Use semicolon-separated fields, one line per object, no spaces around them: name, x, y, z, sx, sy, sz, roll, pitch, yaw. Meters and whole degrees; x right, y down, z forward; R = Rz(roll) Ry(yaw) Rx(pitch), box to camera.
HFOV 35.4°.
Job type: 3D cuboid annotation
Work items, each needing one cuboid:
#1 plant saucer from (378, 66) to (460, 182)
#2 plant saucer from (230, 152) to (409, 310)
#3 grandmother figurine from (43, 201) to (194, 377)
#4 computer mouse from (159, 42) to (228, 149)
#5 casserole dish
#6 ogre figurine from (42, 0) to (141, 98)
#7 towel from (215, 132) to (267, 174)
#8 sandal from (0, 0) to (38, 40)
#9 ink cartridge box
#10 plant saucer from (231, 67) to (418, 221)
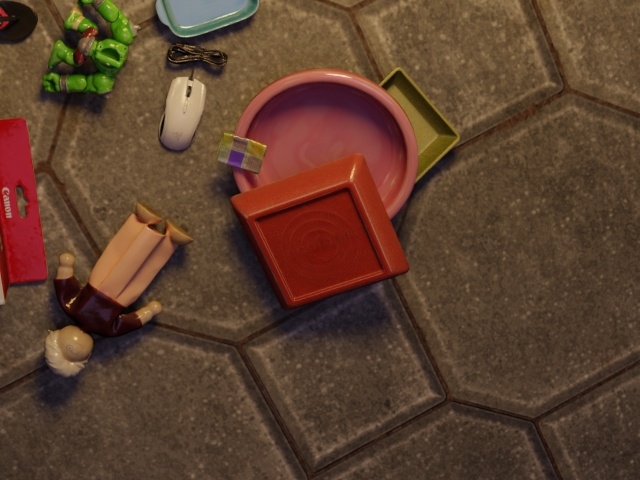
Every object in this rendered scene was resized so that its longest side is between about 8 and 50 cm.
plant saucer;0.134;-0.196;1.877;0.188;0.045;0.188;-44;108;1
plant saucer;0.000;0.000;1.809;0.258;0.048;0.259;-18;115;13
grandmother figurine;-0.388;0.096;1.809;0.208;0.104;0.342;34;92;-10
computer mouse;-0.236;-0.252;1.781;0.106;0.042;0.193;11;101;-16
casserole dish;-0.196;-0.426;1.749;0.188;0.037;0.114;-21;107;-8
ogre figurine;-0.387;-0.324;1.703;0.118;0.097;0.197;27;86;-6
towel;-0.138;-0.153;1.756;0.083;0.009;0.060;19;118;-7
sandal;-0.566;-0.375;1.676;0.179;0.040;0.067;7;102;-14
ink cartridge box;-0.621;-0.045;1.702;0.272;0.130;0.309;-8;105;-11
plant saucer;0.009;-0.156;1.798;0.332;0.084;0.332;1;119;3
